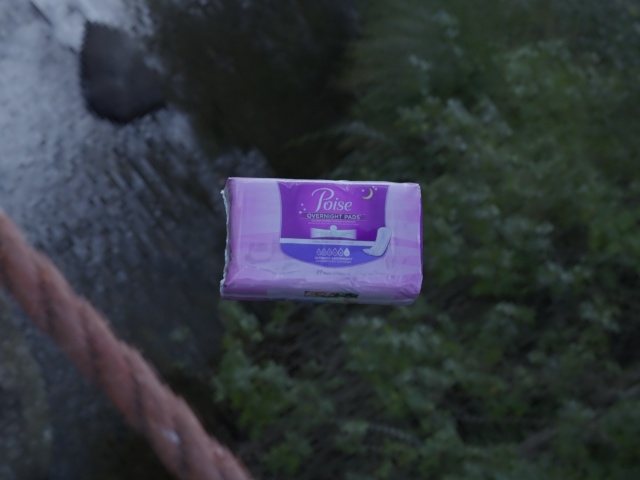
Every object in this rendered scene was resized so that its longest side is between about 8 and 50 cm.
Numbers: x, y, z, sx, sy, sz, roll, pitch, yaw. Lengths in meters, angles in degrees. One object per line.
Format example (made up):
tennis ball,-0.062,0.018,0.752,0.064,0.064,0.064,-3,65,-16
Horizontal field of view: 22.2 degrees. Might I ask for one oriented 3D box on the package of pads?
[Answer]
package of pads,0.000,0.000,0.676,0.032,0.083,0.050,110,-19,-74
